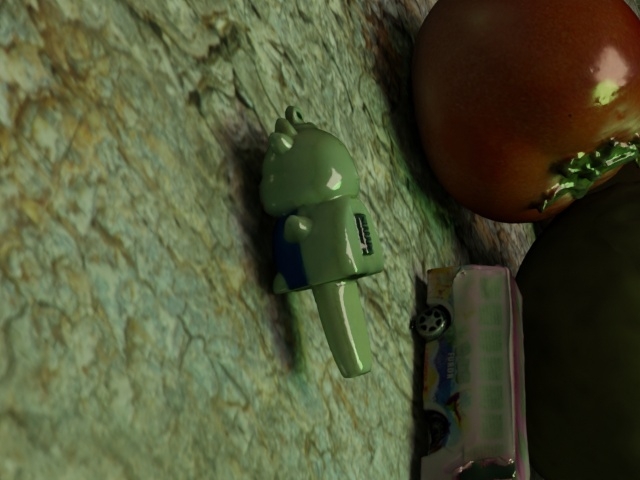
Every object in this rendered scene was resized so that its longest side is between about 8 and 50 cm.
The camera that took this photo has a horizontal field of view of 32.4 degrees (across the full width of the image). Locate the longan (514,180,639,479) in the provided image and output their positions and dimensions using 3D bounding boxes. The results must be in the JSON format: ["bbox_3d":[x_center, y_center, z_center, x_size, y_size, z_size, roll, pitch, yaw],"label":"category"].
[{"bbox_3d":[0.424,0.139,1.397,0.404,0.404,0.435,1,98,-64],"label":"longan"}]

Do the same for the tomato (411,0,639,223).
[{"bbox_3d":[0.255,-0.191,1.362,0.321,0.321,0.321,38,45,-52],"label":"tomato"}]

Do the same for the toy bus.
[{"bbox_3d":[0.164,0.158,1.207,0.090,0.112,0.274,55,33,-51],"label":"toy bus"}]

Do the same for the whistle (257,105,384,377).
[{"bbox_3d":[0.000,0.000,0.963,0.110,0.092,0.244,-5,82,-66],"label":"whistle"}]

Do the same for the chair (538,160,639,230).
[{"bbox_3d":[0.449,-0.176,1.812,0.226,0.227,0.401,59,31,-33],"label":"chair"}]
